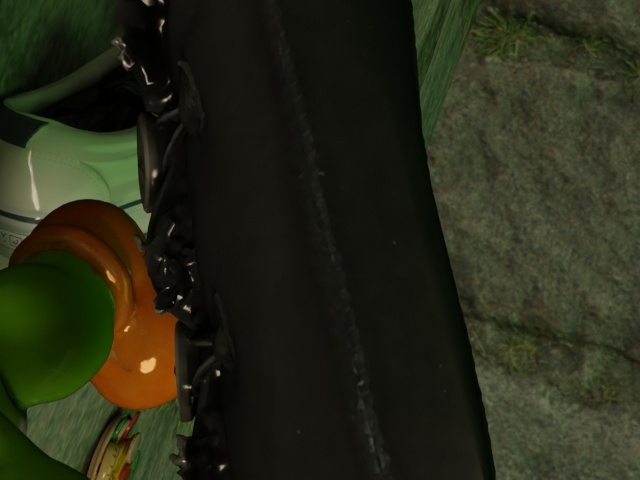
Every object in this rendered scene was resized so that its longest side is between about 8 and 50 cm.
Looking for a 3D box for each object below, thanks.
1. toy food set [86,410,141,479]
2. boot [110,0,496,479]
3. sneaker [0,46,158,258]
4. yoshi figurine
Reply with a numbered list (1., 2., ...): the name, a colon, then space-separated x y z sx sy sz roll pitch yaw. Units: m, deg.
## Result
1. toy food set: -0.158 0.170 1.516 0.083 0.020 0.082 98 14 -50
2. boot: -0.001 0.000 0.830 0.367 0.146 0.445 53 22 -79
3. sneaker: -0.078 -0.067 1.089 0.258 0.094 0.091 -29 139 -46
4. yoshi figurine: -0.170 0.109 0.773 0.203 0.203 0.362 -68 170 20
